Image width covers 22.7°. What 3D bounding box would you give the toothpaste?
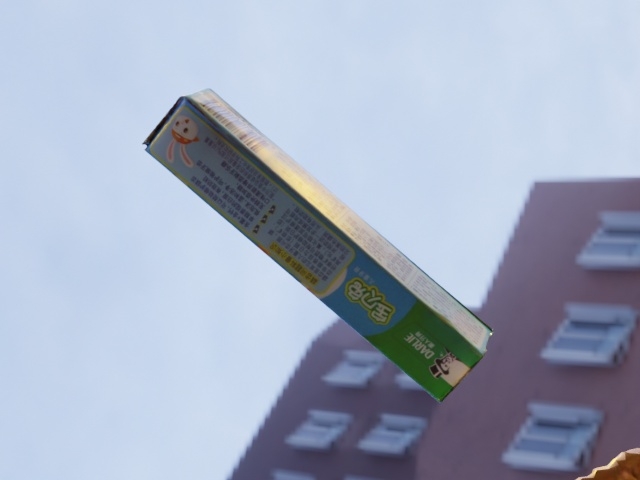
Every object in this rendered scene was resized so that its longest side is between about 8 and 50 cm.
[{"bbox_3d":[0.000,0.000,1.090,0.266,0.050,0.065,41,-166,1],"label":"toothpaste"}]

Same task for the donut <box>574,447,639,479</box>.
[{"bbox_3d":[0.202,0.304,0.860,0.377,0.163,0.435,43,-133,-7],"label":"donut"}]
